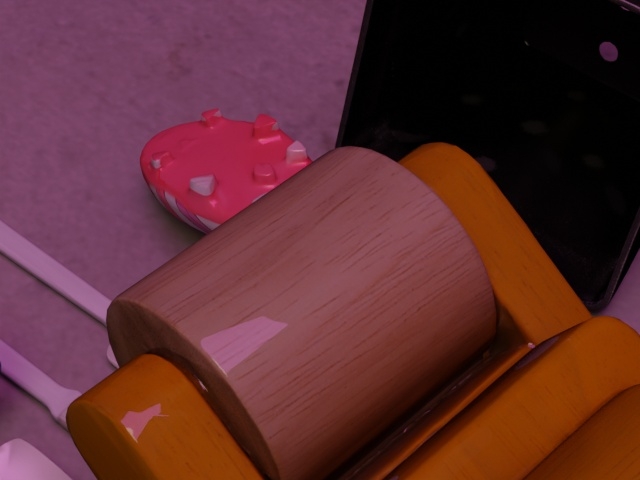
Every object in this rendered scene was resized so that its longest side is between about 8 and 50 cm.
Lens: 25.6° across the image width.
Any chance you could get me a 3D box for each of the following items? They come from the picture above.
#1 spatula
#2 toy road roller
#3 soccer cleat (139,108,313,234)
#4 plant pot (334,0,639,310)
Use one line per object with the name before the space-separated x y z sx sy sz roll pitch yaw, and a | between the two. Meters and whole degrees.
spatula | -0.171 0.065 0.754 0.242 0.019 0.168 32 59 20
toy road roller | 0.078 0.106 0.551 0.202 0.240 0.329 -37 89 -27
soccer cleat | 0.000 0.000 0.781 0.248 0.095 0.083 19 48 30
plant pot | 0.144 -0.109 0.809 0.188 0.187 0.167 32 46 21
